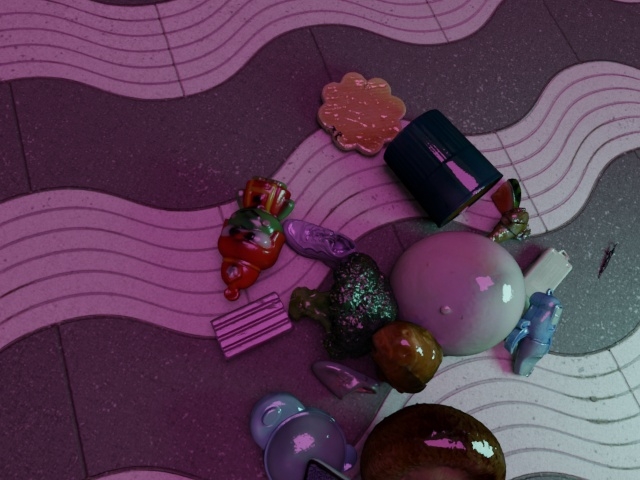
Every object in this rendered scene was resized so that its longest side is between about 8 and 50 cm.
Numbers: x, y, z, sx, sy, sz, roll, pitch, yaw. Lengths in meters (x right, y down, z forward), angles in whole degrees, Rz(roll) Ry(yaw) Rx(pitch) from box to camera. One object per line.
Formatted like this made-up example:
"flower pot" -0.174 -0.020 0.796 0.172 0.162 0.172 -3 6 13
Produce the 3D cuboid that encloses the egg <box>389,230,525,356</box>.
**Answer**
"egg" 0.384 0.129 1.232 0.355 0.340 0.354 3 71 -9

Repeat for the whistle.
"whistle" 0.619 0.264 1.314 0.180 0.093 0.269 11 102 -31

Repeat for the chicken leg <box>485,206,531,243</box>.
"chicken leg" 0.582 -0.030 1.435 0.196 0.125 0.080 -24 38 -17

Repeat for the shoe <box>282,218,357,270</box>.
"shoe" 0.000 0.000 1.325 0.245 0.137 0.095 29 65 2

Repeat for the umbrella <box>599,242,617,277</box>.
"umbrella" 0.950 0.064 1.506 0.022 0.022 0.148 26 67 30

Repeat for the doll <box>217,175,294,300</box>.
"doll" -0.193 -0.002 1.285 0.183 0.160 0.362 15 72 12

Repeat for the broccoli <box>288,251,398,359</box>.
"broccoli" 0.060 0.170 1.224 0.298 0.297 0.297 8 69 17

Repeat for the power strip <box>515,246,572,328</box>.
"power strip" 0.654 0.150 1.412 0.338 0.058 0.098 -41 82 -19

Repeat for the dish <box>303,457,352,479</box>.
"dish" 0.071 0.610 1.023 0.243 0.080 0.181 20 103 28

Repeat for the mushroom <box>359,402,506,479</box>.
"mushroom" 0.248 0.574 1.069 0.331 0.334 0.356 19 36 17

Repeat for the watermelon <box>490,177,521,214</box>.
"watermelon" 0.610 -0.135 1.506 0.094 0.125 0.135 6 88 25

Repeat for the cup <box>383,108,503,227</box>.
"cup" 0.390 -0.241 1.413 0.308 0.242 0.292 -36 77 -15

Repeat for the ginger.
"ginger" 0.221 0.304 1.146 0.173 0.321 0.165 -3 57 10

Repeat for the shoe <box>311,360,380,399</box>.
"shoe" 0.065 0.387 1.229 0.195 0.079 0.078 19 56 -7

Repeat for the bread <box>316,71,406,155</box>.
"bread" 0.136 -0.427 1.538 0.316 0.054 0.315 2 71 -6

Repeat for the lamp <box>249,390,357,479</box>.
"lamp" -0.056 0.505 1.136 0.209 0.147 0.284 -41 80 -14

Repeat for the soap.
"soap" -0.187 0.235 1.253 0.203 0.065 0.122 -23 76 -15
